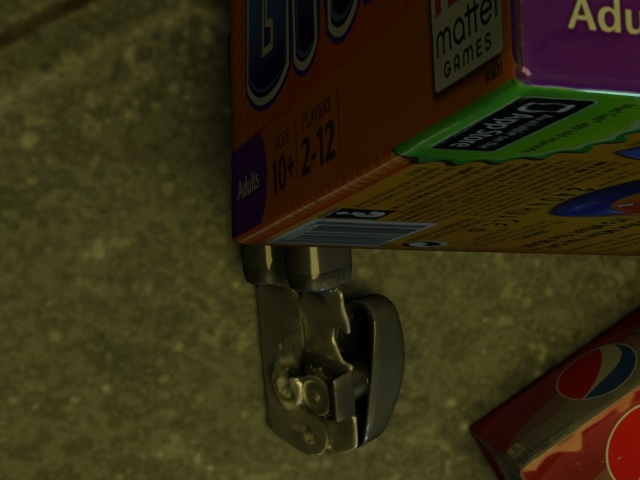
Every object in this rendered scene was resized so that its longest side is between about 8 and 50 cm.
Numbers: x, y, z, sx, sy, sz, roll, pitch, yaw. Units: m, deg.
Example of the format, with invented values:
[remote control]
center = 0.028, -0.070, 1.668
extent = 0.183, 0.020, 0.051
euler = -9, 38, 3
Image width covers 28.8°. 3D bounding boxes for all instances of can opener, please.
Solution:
[can opener]
center = 0.000, 0.000, 0.795
extent = 0.095, 0.076, 0.283
euler = -17, 108, -47

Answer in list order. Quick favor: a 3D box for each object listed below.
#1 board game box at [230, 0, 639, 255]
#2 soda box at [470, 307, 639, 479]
[board game box]
center = 0.169, -0.189, 0.595
extent = 0.356, 0.356, 0.356
euler = 2, 82, -18
[soda box]
center = 0.243, 0.103, 0.871
extent = 0.263, 0.083, 0.092
euler = -33, 110, -9
